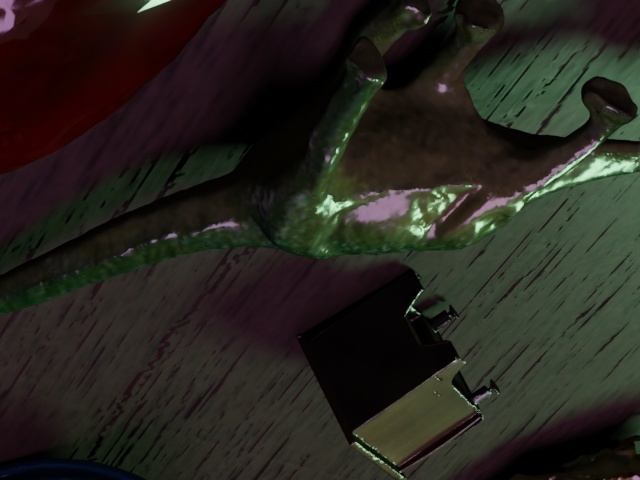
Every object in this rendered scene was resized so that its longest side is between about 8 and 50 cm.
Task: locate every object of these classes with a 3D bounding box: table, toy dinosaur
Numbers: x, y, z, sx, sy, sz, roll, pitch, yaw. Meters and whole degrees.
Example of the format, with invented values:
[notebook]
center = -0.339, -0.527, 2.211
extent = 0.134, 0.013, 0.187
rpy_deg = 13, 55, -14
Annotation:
[table]
center = 0.049, 0.078, 1.070
extent = 0.082, 0.083, 0.070
rpy_deg = -35, 142, 11
[toy dinosaur]
center = 0.000, 0.000, 0.929
extent = 0.447, 0.087, 0.301
rpy_deg = 10, 134, -30

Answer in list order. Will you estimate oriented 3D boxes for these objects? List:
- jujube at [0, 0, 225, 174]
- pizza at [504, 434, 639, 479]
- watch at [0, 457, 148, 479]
[jujube]
center = -0.078, -0.151, 0.559
extent = 0.318, 0.223, 0.223
rpy_deg = -34, 146, 2
[pizza]
center = 0.184, 0.203, 1.342
extent = 0.147, 0.069, 0.226
rpy_deg = 25, 124, -21
[watch]
center = -0.170, 0.285, 1.035
extent = 0.274, 0.305, 0.241
rpy_deg = -9, 146, -6
